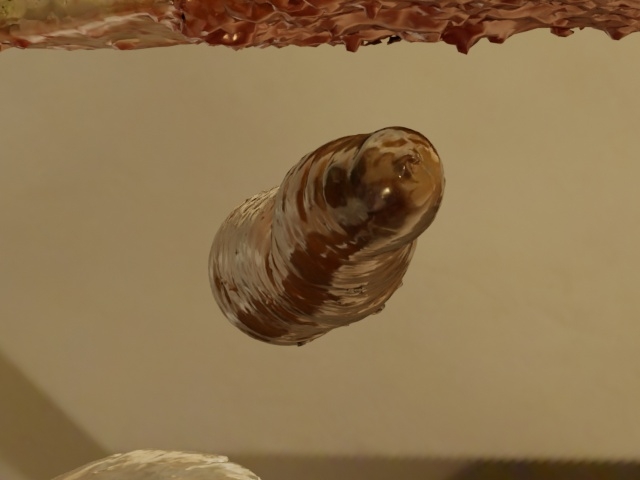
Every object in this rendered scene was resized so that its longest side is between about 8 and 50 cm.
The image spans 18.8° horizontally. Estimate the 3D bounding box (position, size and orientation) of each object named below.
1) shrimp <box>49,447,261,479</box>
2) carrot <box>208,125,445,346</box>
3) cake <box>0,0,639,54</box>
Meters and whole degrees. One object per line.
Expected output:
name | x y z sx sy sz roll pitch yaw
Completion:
shrimp | -0.087 0.125 0.434 0.143 0.052 0.251 -24 25 31
carrot | 0.002 0.001 0.383 0.035 0.036 0.165 -44 3 -11
cake | 0.007 -0.127 0.468 0.262 0.159 0.158 -4 83 11
